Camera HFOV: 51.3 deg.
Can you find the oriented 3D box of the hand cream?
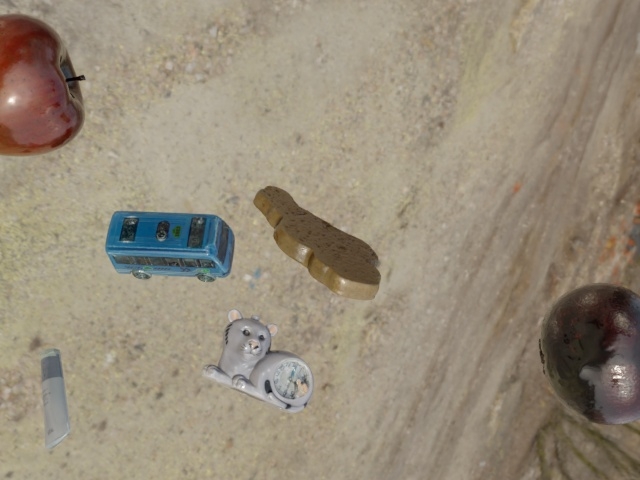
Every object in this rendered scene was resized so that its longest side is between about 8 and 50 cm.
[{"bbox_3d":[-0.644,0.375,1.606,0.079,0.255,0.048,-40,140,19],"label":"hand cream"}]

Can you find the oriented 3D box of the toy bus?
[{"bbox_3d":[-0.307,0.008,1.376,0.134,0.246,0.113,85,9,-62],"label":"toy bus"}]

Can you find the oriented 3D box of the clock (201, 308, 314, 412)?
[{"bbox_3d":[-0.082,0.188,1.031,0.117,0.176,0.080,-67,-164,-18],"label":"clock"}]

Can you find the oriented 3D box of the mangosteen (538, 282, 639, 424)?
[{"bbox_3d":[0.612,0.239,1.405,0.297,0.293,0.297,-2,93,-46],"label":"mangosteen"}]

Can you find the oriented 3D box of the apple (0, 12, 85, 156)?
[{"bbox_3d":[-0.500,-0.244,1.096,0.234,0.234,0.234,-37,137,-44],"label":"apple"}]

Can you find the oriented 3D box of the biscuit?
[{"bbox_3d":[-0.008,-0.001,1.138,0.183,0.320,0.047,-1,124,-53],"label":"biscuit"}]
